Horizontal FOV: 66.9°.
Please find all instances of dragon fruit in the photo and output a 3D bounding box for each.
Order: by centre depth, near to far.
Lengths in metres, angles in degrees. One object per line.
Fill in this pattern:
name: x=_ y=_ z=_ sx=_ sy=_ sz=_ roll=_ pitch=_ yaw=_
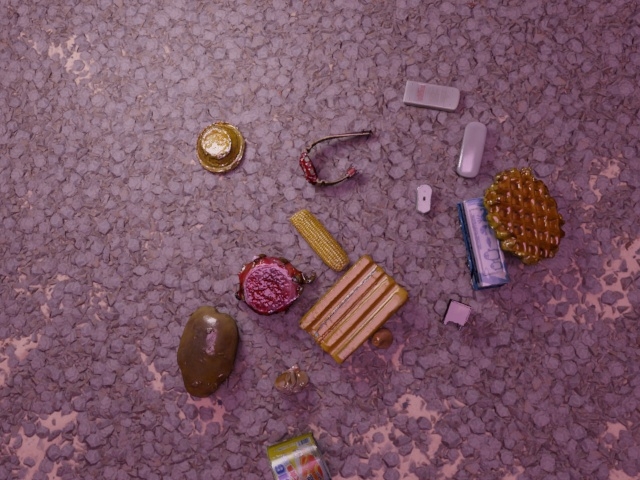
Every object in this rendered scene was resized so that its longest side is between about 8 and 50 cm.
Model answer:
dragon fruit: x=-0.159 y=0.139 z=1.590 sx=0.283 sy=0.147 sz=0.210 roll=-14 pitch=81 yaw=5

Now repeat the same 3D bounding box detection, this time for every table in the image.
table: x=0.438 y=0.238 z=1.557 sx=0.070 sy=0.083 sz=0.082 roll=20 pitch=91 yaw=10

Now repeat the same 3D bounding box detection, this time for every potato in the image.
potato: x=0.199 y=0.319 z=1.571 sx=0.062 sy=0.083 sz=0.068 roll=-11 pitch=82 yaw=29
potato: x=-0.369 y=0.364 z=1.583 sx=0.192 sy=0.141 sz=0.295 roll=7 pitch=86 yaw=9

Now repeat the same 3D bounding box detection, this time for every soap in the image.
soap: x=0.108 y=0.226 z=1.579 sx=0.324 sy=0.096 sz=0.204 roll=-45 pitch=81 yaw=-1

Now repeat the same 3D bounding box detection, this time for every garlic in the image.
garlic: x=-0.093 y=0.465 z=1.576 sx=0.113 sy=0.094 sz=0.074 roll=-15 pitch=122 yaw=-3

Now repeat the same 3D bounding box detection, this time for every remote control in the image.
remote control: x=0.387 y=-0.502 z=1.684 sx=0.190 sy=0.029 sz=0.087 roll=10 pitch=84 yaw=6

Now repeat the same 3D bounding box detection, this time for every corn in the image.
corn: x=0.000 y=0.000 z=1.626 sx=0.081 sy=0.081 sz=0.248 roll=-41 pitch=81 yaw=-1

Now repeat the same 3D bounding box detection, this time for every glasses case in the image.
glasses case: x=0.512 y=-0.306 z=1.637 sx=0.076 sy=0.049 sz=0.197 roll=12 pitch=84 yaw=7

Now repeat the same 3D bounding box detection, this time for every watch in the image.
watch: x=0.061 y=-0.282 z=1.662 sx=0.269 sy=0.102 sz=0.164 roll=-13 pitch=88 yaw=-6

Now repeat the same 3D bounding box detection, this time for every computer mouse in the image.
computer mouse: x=0.350 y=-0.136 z=1.639 sx=0.056 sy=0.032 sz=0.110 roll=3 pitch=93 yaw=6

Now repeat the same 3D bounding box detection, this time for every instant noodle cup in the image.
instant noodle cup: x=-0.064 y=0.694 z=1.491 sx=0.153 sy=0.205 sz=0.204 roll=-25 pitch=81 yaw=-8

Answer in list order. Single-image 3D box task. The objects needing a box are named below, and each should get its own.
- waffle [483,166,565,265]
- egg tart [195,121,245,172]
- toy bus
waffle: x=0.644 y=-0.074 z=1.515 sx=0.302 sy=0.068 sz=0.324 roll=-39 pitch=94 yaw=-30
egg tart: x=-0.359 y=-0.335 z=1.708 sx=0.192 sy=0.074 sz=0.191 roll=-1 pitch=81 yaw=7
toy bus: x=0.518 y=0.007 z=1.554 sx=0.106 sy=0.131 sz=0.296 roll=-10 pitch=82 yaw=5
